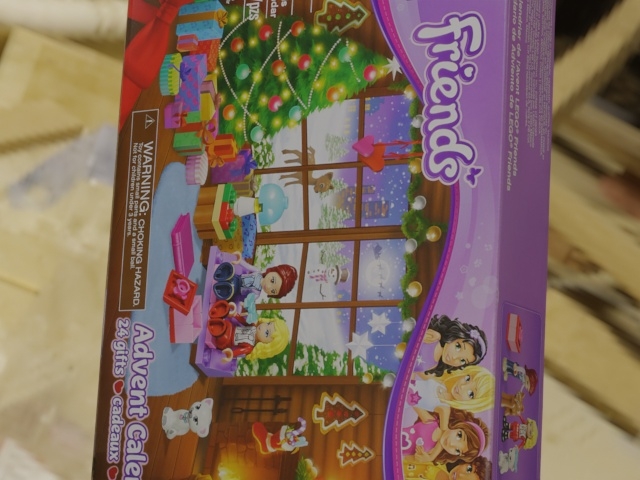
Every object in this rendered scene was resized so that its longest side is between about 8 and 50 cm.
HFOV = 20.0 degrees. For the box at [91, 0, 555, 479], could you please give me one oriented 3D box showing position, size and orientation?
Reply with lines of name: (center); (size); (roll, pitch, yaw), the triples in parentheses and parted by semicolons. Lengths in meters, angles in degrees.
box: (0.000, 0.000, 0.810); (0.201, 0.293, 0.057); (-3, -11, 29)
